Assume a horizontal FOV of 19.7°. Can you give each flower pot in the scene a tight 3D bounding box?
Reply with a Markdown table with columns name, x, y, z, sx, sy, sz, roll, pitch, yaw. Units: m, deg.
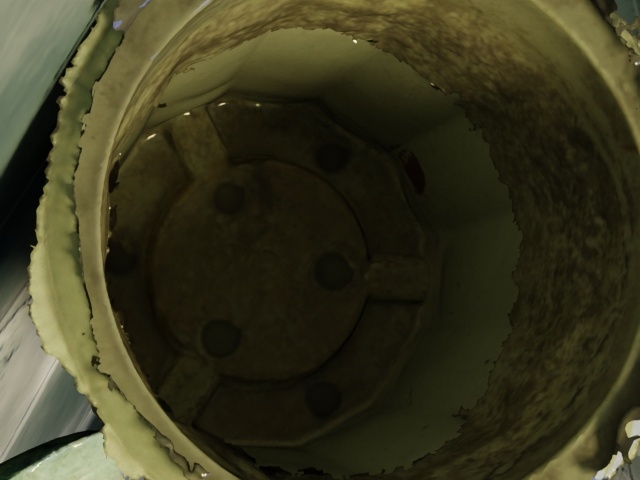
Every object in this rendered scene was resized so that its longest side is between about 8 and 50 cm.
| name | x | y | z | sx | sy | sz | roll | pitch | yaw |
| --- | --- | --- | --- | --- | --- | --- | --- | --- | --- |
| flower pot | 0.000 | 0.000 | 0.845 | 0.290 | 0.290 | 0.259 | -60 | -170 | -10 |

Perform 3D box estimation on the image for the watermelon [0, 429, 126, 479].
| name | x | y | z | sx | sy | sz | roll | pitch | yaw |
| --- | --- | --- | --- | --- | --- | --- | --- | --- | --- |
| watermelon | -0.154 | 0.238 | 0.858 | 0.213 | 0.201 | 0.262 | -44 | 176 | -32 |
